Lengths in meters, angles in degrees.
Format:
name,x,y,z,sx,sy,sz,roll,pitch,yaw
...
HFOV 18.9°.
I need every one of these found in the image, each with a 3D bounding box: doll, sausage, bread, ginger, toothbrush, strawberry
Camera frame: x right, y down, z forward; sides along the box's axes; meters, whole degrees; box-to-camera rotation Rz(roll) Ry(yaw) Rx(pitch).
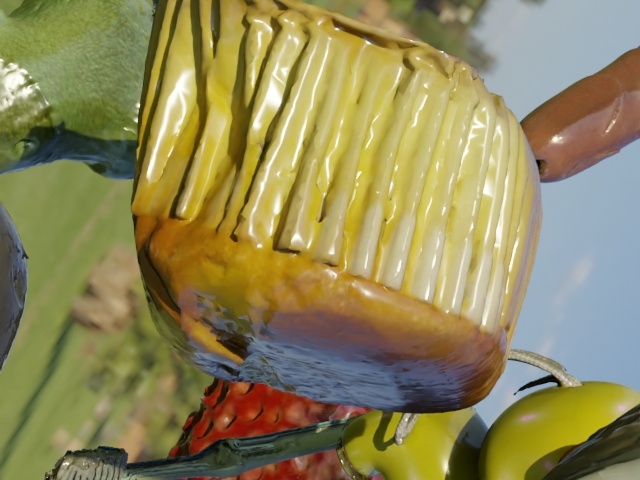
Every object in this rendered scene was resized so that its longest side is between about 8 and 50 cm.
name,x,y,z,sx,sy,sz,roll,pitch,yaw
doll,0.127,0.121,1.087,0.221,0.135,0.143,-24,173,40
sausage,0.345,-0.170,1.886,0.433,0.088,0.088,-33,171,-25
bread,0.000,0.000,0.922,0.288,0.204,0.156,77,30,-78
ginger,-0.105,-0.103,1.137,0.290,0.137,0.089,0,141,-34
toothbrush,-0.029,0.124,1.163,0.294,0.026,0.028,-4,132,-31
strawberry,0.004,0.188,1.640,0.280,0.253,0.150,-61,176,-13

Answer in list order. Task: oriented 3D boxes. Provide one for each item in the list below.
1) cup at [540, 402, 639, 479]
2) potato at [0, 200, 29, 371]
name,x,y,z,sx,sy,sz,roll,pitch,yaw
cup,0.202,0.134,0.599,0.257,0.301,0.227,-35,132,-60
potato,-0.272,0.053,1.127,0.234,0.150,0.146,-54,159,-29
